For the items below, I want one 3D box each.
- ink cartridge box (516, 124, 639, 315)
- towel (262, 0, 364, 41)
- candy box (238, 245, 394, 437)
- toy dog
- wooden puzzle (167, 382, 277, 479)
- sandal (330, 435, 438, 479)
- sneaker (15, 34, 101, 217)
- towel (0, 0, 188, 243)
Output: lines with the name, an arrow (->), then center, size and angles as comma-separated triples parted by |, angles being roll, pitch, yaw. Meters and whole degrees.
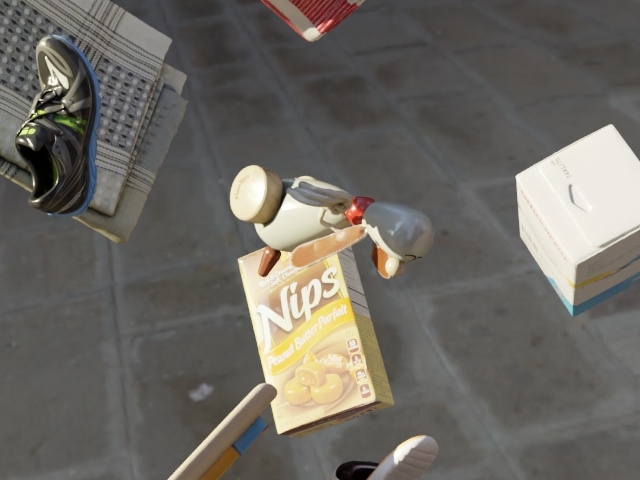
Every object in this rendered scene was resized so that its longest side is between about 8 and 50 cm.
ink cartridge box -> 0.485, -0.030, 1.983 | 0.197, 0.270, 0.198 | -29, 65, -1
towel -> 0.021, -0.500, 1.886 | 0.329, 0.237, 0.037 | -34, 35, 28
candy box -> -0.011, 0.149, 1.846 | 0.182, 0.317, 0.087 | -23, -22, 19
toy dog -> 0.000, 0.000, 1.562 | 0.220, 0.161, 0.333 | 11, 6, -24
wooden puzzle -> -0.146, 0.291, 1.404 | 0.044, 0.239, 0.221 | 43, 65, 5
sandal -> 0.068, 0.316, 1.471 | 0.102, 0.265, 0.076 | 0, 48, -37
sneaker -> -0.271, -0.118, 1.134 | 0.067, 0.188, 0.078 | -1, 1, 41
towel -> -0.308, -0.191, 1.303 | 0.056, 0.324, 0.312 | -35, 32, 39
